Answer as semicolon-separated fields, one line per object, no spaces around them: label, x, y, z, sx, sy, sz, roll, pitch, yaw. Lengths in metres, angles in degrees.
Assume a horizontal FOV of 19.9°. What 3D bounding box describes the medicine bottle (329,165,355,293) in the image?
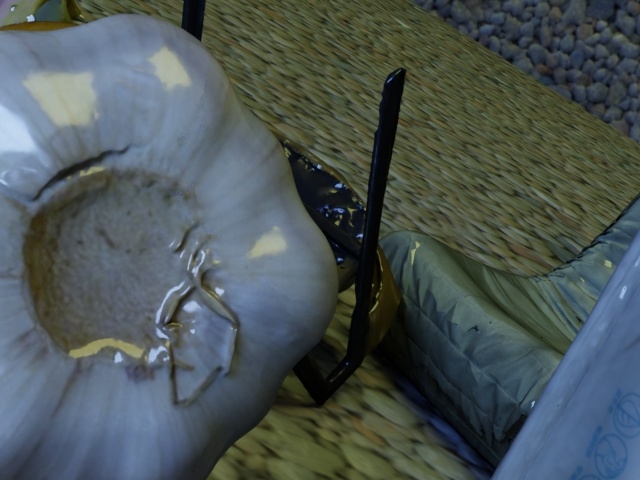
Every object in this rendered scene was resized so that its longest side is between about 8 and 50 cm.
medicine bottle;0.000;0.000;1.200;0.057;0.058;0.199;26;15;-11

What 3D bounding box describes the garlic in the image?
garlic;-0.109;0.011;0.754;0.199;0.199;0.226;24;-11;-19

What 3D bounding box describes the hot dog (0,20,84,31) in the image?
hot dog;-0.097;-0.059;0.804;0.140;0.090;0.060;12;52;-7

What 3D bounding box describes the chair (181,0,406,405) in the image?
chair;-0.042;-0.013;0.979;0.158;0.172;0.247;36;-28;28

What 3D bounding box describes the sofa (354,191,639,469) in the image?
sofa;0.170;0.046;1.119;0.225;0.176;0.210;20;17;-34

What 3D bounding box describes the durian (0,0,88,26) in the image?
durian;-0.227;-0.176;1.113;0.305;0.196;0.185;36;9;34

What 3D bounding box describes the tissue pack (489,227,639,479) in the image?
tissue pack;0.210;0.089;0.849;0.201;0.271;0.124;18;15;-38
